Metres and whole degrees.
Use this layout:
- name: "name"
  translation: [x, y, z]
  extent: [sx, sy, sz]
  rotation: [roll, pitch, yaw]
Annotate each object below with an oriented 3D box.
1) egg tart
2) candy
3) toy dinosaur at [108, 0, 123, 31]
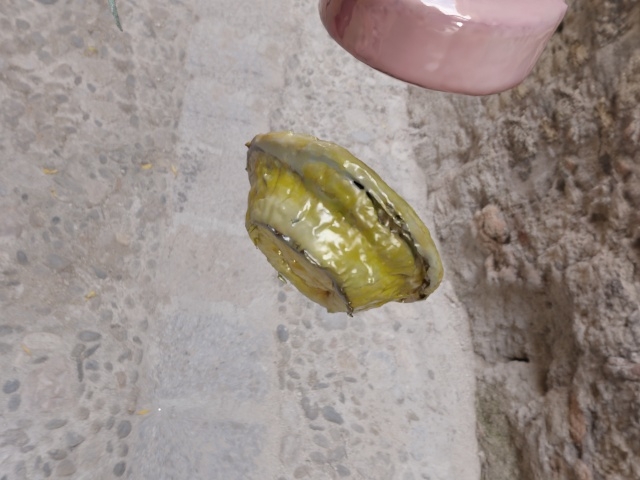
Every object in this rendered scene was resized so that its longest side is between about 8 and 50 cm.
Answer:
- name: "egg tart"
  translation: [0.000, 0.000, 0.658]
  extent: [0.345, 0.345, 0.132]
  rotation: [42, 71, -1]
- name: "candy"
  translation: [0.127, -0.250, 0.471]
  extent: [0.255, 0.094, 0.255]
  rotation: [7, 50, -8]
- name: "toy dinosaur"
  translation: [-0.363, -0.450, 0.688]
  extent: [0.053, 0.242, 0.167]
  rotation: [-4, 60, 22]
